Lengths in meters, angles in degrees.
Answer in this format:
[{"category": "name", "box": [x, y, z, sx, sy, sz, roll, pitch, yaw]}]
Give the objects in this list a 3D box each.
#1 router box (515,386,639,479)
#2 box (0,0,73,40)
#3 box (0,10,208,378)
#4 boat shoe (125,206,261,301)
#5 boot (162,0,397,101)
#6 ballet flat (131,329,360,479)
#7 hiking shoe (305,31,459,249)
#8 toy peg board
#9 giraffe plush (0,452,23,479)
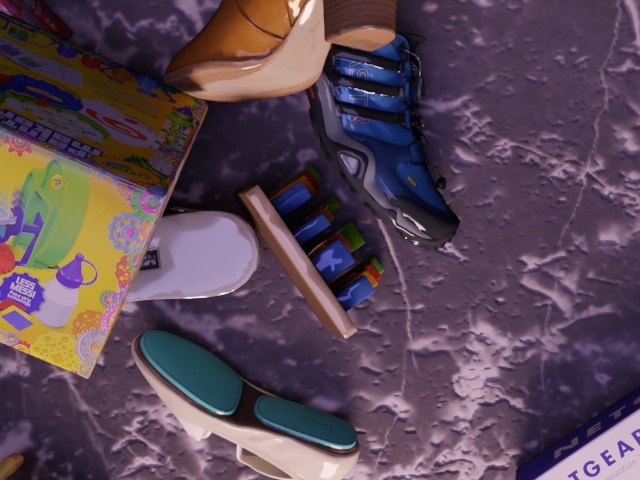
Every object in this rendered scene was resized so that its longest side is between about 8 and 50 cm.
[{"category": "router box", "box": [0.404, 0.258, 1.880, 0.335, 0.082, 0.301, -36, 94, 11]}, {"category": "box", "box": [-0.375, -0.149, 1.874, 0.128, 0.122, 0.257, 44, 101, -4]}, {"category": "box", "box": [-0.275, -0.063, 1.675, 0.290, 0.279, 0.177, 23, 109, -3]}, {"category": "boat shoe", "box": [-0.210, 0.008, 1.894, 0.306, 0.105, 0.113, -7, 95, 1]}, {"category": "boot", "box": [-0.033, -0.250, 1.745, 0.295, 0.104, 0.211, -16, 70, 46]}, {"category": "ballet flat", "box": [-0.083, 0.176, 1.925, 0.248, 0.086, 0.086, 27, 101, 0]}, {"category": "hiking shoe", "box": [0.054, -0.133, 1.835, 0.132, 0.113, 0.304, -33, 95, 11]}, {"category": "toy peg board", "box": [0.000, 0.000, 1.849, 0.079, 0.160, 0.161, -35, 95, -5]}, {"category": "giraffe plush", "box": [-0.297, 0.336, 1.941, 0.210, 0.181, 0.170, 29, 123, -10]}]
